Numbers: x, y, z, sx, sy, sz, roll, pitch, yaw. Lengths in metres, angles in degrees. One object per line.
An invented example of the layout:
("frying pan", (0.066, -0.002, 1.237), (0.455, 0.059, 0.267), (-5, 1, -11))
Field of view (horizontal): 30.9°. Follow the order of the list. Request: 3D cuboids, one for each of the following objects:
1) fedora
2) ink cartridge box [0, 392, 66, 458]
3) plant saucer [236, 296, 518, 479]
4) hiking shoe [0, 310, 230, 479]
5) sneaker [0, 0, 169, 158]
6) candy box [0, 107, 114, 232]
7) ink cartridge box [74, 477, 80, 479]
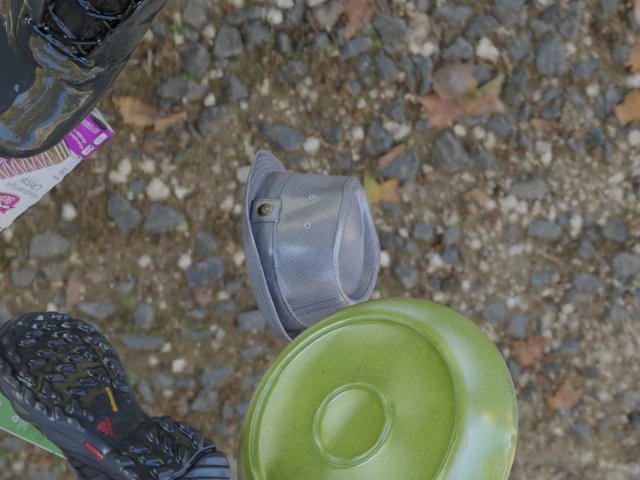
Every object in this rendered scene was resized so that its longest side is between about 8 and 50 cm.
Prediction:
("fedora", (0.000, 0.000, 1.495), (0.124, 0.275, 0.243), (-12, 129, 20))
("ink cartridge box", (-0.464, 0.277, 1.833), (0.209, 0.109, 0.062), (24, 81, 2))
("plant saucer", (0.030, 0.144, 0.882), (0.241, 0.241, 0.037), (-33, 139, 12))
("hiking shoe", (-0.162, 0.146, 0.836), (0.086, 0.227, 0.114), (-31, 147, -36))
("sneaker", (-0.125, -0.168, 0.676), (0.109, 0.130, 0.286), (29, 102, -22))
("candy box", (-0.393, -0.106, 1.443), (0.233, 0.071, 0.159), (-40, 157, 4))
("ink cartridge box", (-0.296, 0.344, 0.991), (0.324, 0.071, 0.330), (-43, 165, -24))
